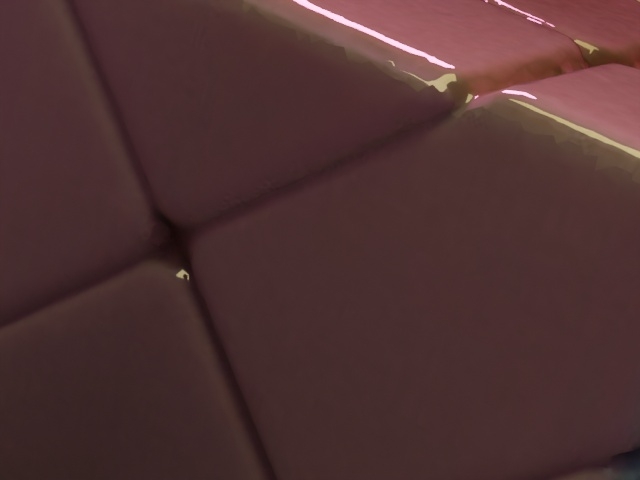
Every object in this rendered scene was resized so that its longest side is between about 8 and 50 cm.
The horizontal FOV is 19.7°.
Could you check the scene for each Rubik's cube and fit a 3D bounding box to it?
[{"bbox_3d":[0.009,0.038,0.700,0.319,0.321,0.316,26,21,23],"label":"Rubik's cube"}]
